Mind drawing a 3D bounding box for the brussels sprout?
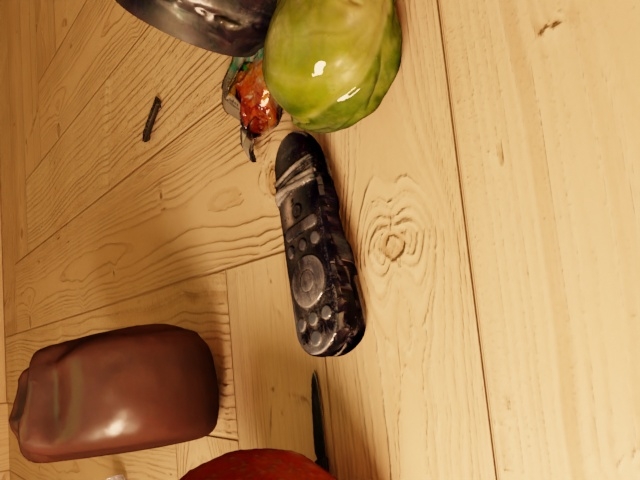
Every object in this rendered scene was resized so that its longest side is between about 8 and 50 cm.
[{"bbox_3d":[0.012,-0.194,0.695,0.145,0.131,0.183,-93,25,-47],"label":"brussels sprout"}]

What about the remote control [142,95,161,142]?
[{"bbox_3d":[-0.310,-0.223,1.283,0.034,0.016,0.091,-99,31,-42],"label":"remote control"}]

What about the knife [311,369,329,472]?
[{"bbox_3d":[0.000,0.238,0.816,0.023,0.010,0.170,-17,74,50],"label":"knife"}]

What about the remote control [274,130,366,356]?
[{"bbox_3d":[0.000,0.000,0.778,0.090,0.066,0.265,-29,62,39],"label":"remote control"}]

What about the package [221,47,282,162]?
[{"bbox_3d":[-0.074,-0.225,0.902,0.232,0.040,0.166,-53,48,41],"label":"package"}]

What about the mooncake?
[{"bbox_3d":[-0.312,0.228,1.028,0.326,0.334,0.174,58,-157,-75],"label":"mooncake"}]

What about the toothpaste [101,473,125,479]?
[{"bbox_3d":[-0.381,0.582,1.370,0.089,0.057,0.234,-46,61,45],"label":"toothpaste"}]

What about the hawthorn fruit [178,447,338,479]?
[{"bbox_3d":[-0.077,0.335,0.702,0.301,0.254,0.253,4,93,42],"label":"hawthorn fruit"}]

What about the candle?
[{"bbox_3d":[-0.094,-0.394,0.757,0.221,0.222,0.342,47,121,46],"label":"candle"}]
